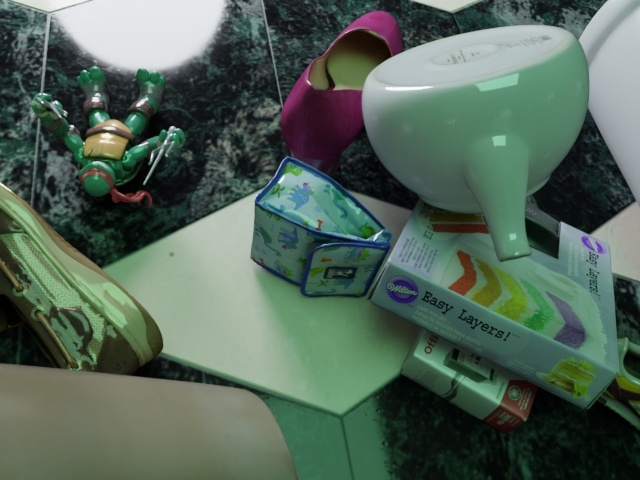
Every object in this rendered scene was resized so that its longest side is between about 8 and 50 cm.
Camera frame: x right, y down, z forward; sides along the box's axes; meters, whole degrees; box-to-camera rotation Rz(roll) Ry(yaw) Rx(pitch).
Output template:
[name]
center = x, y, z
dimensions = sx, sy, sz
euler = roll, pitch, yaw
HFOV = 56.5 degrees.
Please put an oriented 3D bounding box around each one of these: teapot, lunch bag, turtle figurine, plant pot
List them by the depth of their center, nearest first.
[plant pot]
center = -0.172, 0.229, 0.437
dimensions = 0.280, 0.323, 0.323
euler = -2, 57, -29
[teapot]
center = 0.172, -0.117, 0.664
dimensions = 0.256, 0.187, 0.252
euler = -35, 33, -31
[lunch bag]
center = 0.000, 0.000, 0.684
dimensions = 0.151, 0.129, 0.096
euler = 27, 59, 6
[turtle figurine]
center = -0.261, -0.130, 0.734
dimensions = 0.175, 0.118, 0.234
euler = 13, 40, -18

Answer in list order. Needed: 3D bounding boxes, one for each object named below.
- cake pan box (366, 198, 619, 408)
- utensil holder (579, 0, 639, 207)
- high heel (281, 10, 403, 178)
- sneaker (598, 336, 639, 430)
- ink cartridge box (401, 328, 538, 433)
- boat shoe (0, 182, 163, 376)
[cake pan box]
center = 0.209, 0.033, 0.687
dimensions = 0.245, 0.070, 0.267
euler = 28, 36, 8
[utensil holder]
center = 0.544, -0.133, 0.738
dimensions = 0.327, 0.328, 0.386
euler = -5, 60, -12
[high heel]
center = 0.053, -0.244, 0.813
dimensions = 0.127, 0.181, 0.378
euler = 18, 57, 3
[sneaker]
center = 0.377, 0.172, 0.652
dimensions = 0.185, 0.084, 0.070
euler = 29, 56, -3
[ink cartridge box]
center = 0.173, 0.134, 0.669
dimensions = 0.135, 0.056, 0.099
euler = 28, 58, 9
[boat shoe]
center = -0.327, 0.042, 0.616
dimensions = 0.342, 0.123, 0.123
euler = 38, 59, 8
